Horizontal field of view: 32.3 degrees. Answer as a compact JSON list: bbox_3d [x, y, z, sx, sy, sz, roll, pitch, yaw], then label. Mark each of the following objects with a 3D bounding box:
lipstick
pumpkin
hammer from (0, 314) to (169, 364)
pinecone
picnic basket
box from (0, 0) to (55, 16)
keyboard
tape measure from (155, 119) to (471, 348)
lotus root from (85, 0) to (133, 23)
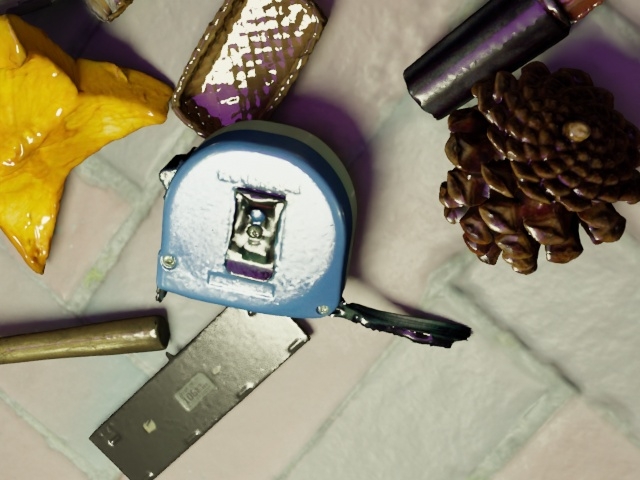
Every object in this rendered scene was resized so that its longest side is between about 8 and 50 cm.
[{"bbox_3d":[0.259,-0.257,1.048,0.418,0.077,0.077,-35,91,21],"label":"lipstick"},{"bbox_3d":[-0.328,-0.104,1.204,0.290,0.258,0.095,-44,54,20],"label":"pumpkin"},{"bbox_3d":[-0.397,0.138,1.338,0.439,0.168,0.044,-8,72,11],"label":"hammer"},{"bbox_3d":[0.201,-0.062,1.061,0.207,0.208,0.208,4,105,17],"label":"pinecone"},{"bbox_3d":[-0.075,-0.193,1.183,0.110,0.055,0.193,36,113,0],"label":"picnic basket"},{"bbox_3d":[-0.345,-0.325,1.172,0.124,0.093,0.172,-23,110,-19],"label":"box"},{"bbox_3d":[-0.149,0.172,1.315,0.317,0.027,0.106,-42,91,22],"label":"keyboard"},{"bbox_3d":[0.000,0.000,1.163,0.351,0.098,0.215,11,116,6],"label":"tape measure"},{"bbox_3d":[-0.266,-0.398,1.176,0.167,0.078,0.329,-22,95,60],"label":"lotus root"}]
